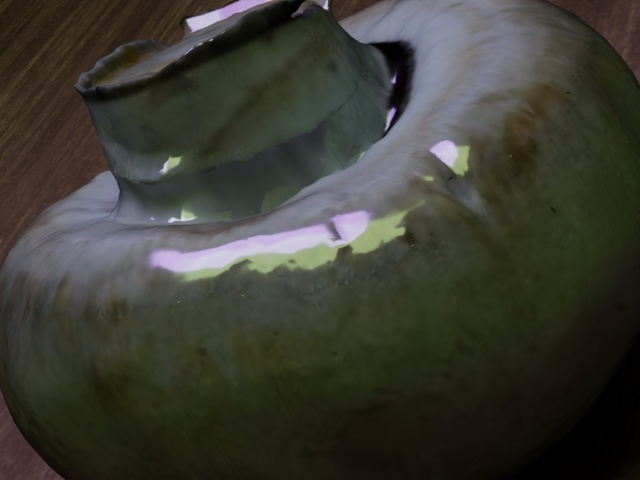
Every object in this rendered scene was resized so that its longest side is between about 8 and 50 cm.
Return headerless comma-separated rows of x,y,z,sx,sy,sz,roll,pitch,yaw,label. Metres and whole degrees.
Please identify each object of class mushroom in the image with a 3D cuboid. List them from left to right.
0.000,0.000,0.999,0.352,0.260,0.352,-24,17,8,mushroom
